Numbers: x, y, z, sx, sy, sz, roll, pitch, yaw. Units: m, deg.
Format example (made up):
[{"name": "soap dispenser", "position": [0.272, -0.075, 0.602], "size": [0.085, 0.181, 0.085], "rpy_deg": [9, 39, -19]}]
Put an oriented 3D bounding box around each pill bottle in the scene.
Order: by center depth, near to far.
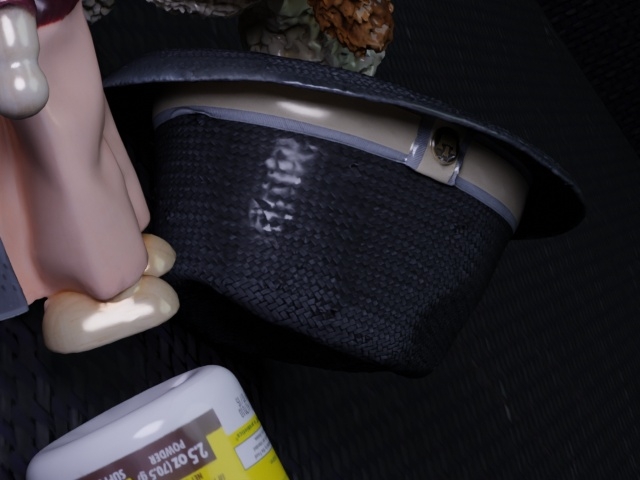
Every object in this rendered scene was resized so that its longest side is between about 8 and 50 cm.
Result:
[{"name": "pill bottle", "position": [-0.050, 0.179, 0.972], "size": [0.215, 0.117, 0.117], "rpy_deg": [62, 17, -2]}]

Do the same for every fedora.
[{"name": "fedora", "position": [0.000, 0.000, 1.241], "size": [0.334, 0.334, 0.153], "rpy_deg": [33, 68, -59]}]

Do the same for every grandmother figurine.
[{"name": "grandmother figurine", "position": [-0.154, -0.115, 0.982], "size": [0.208, 0.104, 0.342], "rpy_deg": [-125, -162, -66]}]

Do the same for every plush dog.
[{"name": "plush dog", "position": [-0.058, -0.197, 1.145], "size": [0.262, 0.211, 0.225], "rpy_deg": [16, 12, -10]}]

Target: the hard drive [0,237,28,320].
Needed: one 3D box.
[{"name": "hard drive", "position": [-0.228, -0.028, 0.854], "size": [0.172, 0.054, 0.254], "rpy_deg": [66, 16, 8]}]
